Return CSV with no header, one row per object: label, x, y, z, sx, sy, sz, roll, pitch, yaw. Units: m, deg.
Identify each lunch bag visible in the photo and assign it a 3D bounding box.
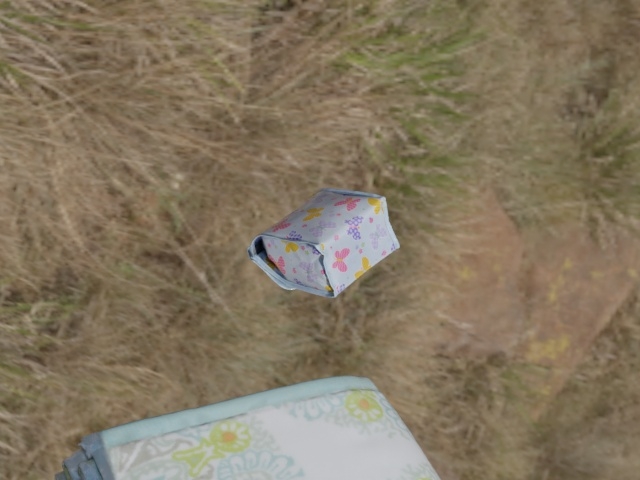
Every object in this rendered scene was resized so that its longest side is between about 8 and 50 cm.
lunch bag,0.000,0.000,0.785,0.071,0.083,0.053,-37,123,-34

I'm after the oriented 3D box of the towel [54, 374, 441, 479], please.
towel,-0.038,0.292,1.122,0.374,0.320,0.090,-10,135,-25
